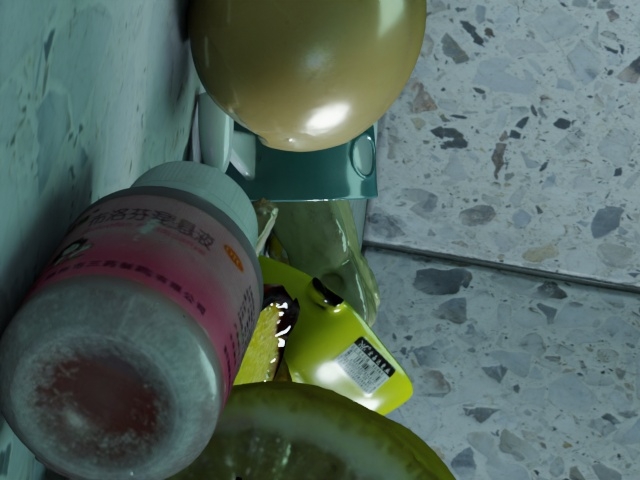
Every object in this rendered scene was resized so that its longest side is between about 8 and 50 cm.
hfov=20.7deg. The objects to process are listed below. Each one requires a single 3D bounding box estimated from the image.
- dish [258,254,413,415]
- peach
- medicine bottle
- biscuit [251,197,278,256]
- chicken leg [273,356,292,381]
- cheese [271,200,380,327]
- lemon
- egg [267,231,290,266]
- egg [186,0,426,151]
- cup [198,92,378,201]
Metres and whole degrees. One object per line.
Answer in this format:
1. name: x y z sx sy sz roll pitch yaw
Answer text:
1. dish: -0.022 0.136 2.032 0.108 0.221 0.262 -52 138 -18
2. peach: -0.119 0.152 1.550 0.279 0.068 0.189 -55 157 -10
3. medicine bottle: -0.111 0.042 1.129 0.247 0.147 0.147 -72 170 -62
4. biscuit: -0.102 0.058 1.645 0.133 0.032 0.250 -58 -179 -27
5. chicken leg: -0.103 0.151 1.725 0.251 0.107 0.087 -39 144 -68
6. cheese: -0.002 0.000 2.159 0.159 0.093 0.263 -80 152 -75
7. lemon: -0.034 0.284 1.331 0.364 0.364 0.364 10 90 -85
8. egg: -0.037 0.010 2.353 0.083 0.071 0.071 129 -24 -61
9. egg: -0.008 -0.188 1.471 0.244 0.201 0.201 131 -23 -54
10. cup: -0.025 -0.126 1.711 0.300 0.167 0.173 -5 97 -59
